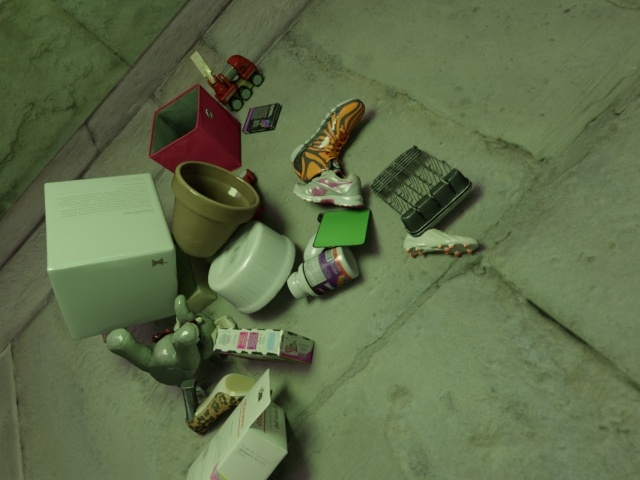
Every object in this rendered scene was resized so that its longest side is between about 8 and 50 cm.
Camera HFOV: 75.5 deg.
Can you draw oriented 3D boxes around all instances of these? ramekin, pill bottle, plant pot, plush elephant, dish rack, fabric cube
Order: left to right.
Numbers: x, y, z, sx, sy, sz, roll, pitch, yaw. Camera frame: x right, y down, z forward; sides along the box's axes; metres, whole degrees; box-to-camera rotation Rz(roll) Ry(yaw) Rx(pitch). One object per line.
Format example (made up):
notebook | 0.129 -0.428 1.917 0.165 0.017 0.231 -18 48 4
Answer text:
plush elephant | -0.420 0.299 1.285 0.271 0.330 0.255 -12 37 13
fabric cube | -0.496 -0.412 1.675 0.259 0.258 0.254 -22 56 23
plant pot | -0.349 -0.081 1.269 0.229 0.263 0.263 -59 47 25
ramekin | -0.220 0.072 1.273 0.277 0.135 0.277 -35 33 27
pill bottle | 0.004 0.095 1.188 0.193 0.108 0.108 -28 54 19
dish rack | 0.260 -0.154 1.158 0.208 0.074 0.271 -42 34 5

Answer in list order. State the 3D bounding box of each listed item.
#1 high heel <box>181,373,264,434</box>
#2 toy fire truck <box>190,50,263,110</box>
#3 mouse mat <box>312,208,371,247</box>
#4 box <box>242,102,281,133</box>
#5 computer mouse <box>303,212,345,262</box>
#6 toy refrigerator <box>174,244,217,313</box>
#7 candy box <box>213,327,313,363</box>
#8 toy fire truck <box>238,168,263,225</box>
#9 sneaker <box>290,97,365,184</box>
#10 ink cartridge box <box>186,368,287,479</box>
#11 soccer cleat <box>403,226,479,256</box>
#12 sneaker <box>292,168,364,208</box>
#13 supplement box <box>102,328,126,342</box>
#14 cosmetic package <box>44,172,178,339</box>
high heel | -0.269 0.490 1.210 0.261 0.186 0.093 -1 22 4
toy fire truck | -0.411 -0.726 1.784 0.217 0.246 0.158 -49 51 3
mouse mat | 0.065 -0.038 1.206 0.152 0.007 0.190 -4 36 16
box | -0.242 -0.500 1.702 0.162 0.029 0.116 2 69 35
computer mouse | 0.000 0.000 1.282 0.106 0.042 0.193 19 78 37
toy refrigerator | -0.470 0.119 1.494 0.102 0.094 0.270 -37 53 12
candy box | -0.158 0.296 1.159 0.233 0.159 0.071 -7 65 31
toy fire truck | -0.351 -0.119 1.516 0.302 0.169 0.254 -43 25 9
sneaker | 0.053 -0.304 1.367 0.321 0.124 0.180 -45 54 20
ink cartridge box | -0.192 0.523 1.031 0.353 0.119 0.207 -52 10 1
soccer cleat | 0.307 -0.002 1.070 0.196 0.068 0.076 -4 62 35
sneaker | 0.028 -0.167 1.297 0.252 0.103 0.111 10 94 28
supplement box | -0.813 0.359 1.626 0.083 0.043 0.055 -46 51 4
cosmetic package | -0.668 0.034 1.340 0.394 0.327 0.330 57 146 38
